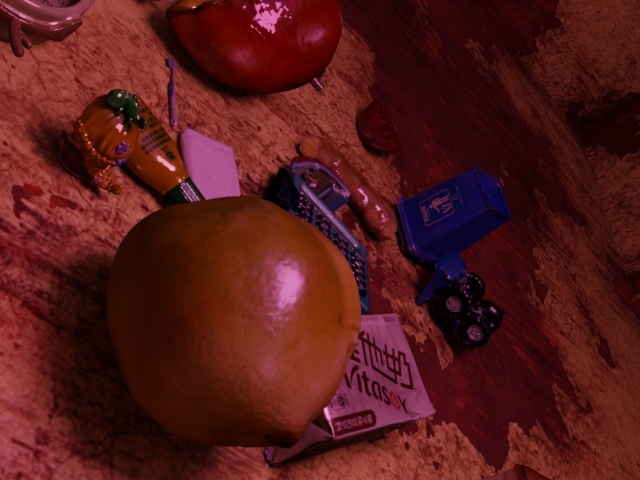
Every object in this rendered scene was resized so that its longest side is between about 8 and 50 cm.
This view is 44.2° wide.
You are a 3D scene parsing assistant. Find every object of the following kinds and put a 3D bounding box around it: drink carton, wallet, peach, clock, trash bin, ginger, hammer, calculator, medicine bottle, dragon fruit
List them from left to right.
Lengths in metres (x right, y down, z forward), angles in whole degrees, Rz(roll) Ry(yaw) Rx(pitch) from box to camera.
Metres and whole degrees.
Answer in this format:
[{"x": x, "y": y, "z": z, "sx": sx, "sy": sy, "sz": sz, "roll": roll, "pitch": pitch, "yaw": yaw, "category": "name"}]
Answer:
[{"x": -0.446, "y": -0.386, "z": 1.137, "sx": 0.235, "sy": 0.096, "sz": 0.308, "roll": 39, "pitch": 36, "yaw": -32, "category": "clock"}, {"x": -0.241, "y": -0.107, "z": 1.219, "sx": 0.260, "sy": 0.064, "sz": 0.095, "roll": 53, "pitch": 39, "yaw": -8, "category": "medicine bottle"}, {"x": -0.180, "y": -0.101, "z": 1.337, "sx": 0.124, "sy": 0.032, "sz": 0.183, "roll": 23, "pitch": 45, "yaw": -48, "category": "wallet"}, {"x": -0.117, "y": 0.095, "z": 0.988, "sx": 0.281, "sy": 0.314, "sz": 0.316, "roll": 41, "pitch": 48, "yaw": -65, "category": "peach"}, {"x": -0.127, "y": -0.416, "z": 1.482, "sx": 0.338, "sy": 0.281, "sz": 0.281, "roll": 8, "pitch": 56, "yaw": -42, "category": "peach"}, {"x": -0.001, "y": -0.387, "z": 1.874, "sx": 0.035, "sy": 0.019, "sz": 0.110, "roll": 49, "pitch": 26, "yaw": -16, "category": "hammer"}, {"x": 0.000, "y": 0.000, "z": 1.425, "sx": 0.248, "sy": 0.058, "sz": 0.274, "roll": 46, "pitch": 18, "yaw": -18, "category": "calculator"}, {"x": 0.032, "y": 0.226, "z": 1.261, "sx": 0.324, "sy": 0.132, "sz": 0.194, "roll": 7, "pitch": 58, "yaw": -55, "category": "drink carton"}, {"x": 0.067, "y": -0.117, "z": 1.678, "sx": 0.299, "sy": 0.065, "sz": 0.118, "roll": 46, "pitch": 17, "yaw": -23, "category": "ginger"}, {"x": 0.145, "y": -0.252, "z": 1.911, "sx": 0.106, "sy": 0.083, "sz": 0.162, "roll": 43, "pitch": 22, "yaw": -48, "category": "dragon fruit"}, {"x": 0.306, "y": -0.050, "z": 1.800, "sx": 0.184, "sy": 0.234, "sz": 0.163, "roll": 21, "pitch": 46, "yaw": -45, "category": "trash bin"}]

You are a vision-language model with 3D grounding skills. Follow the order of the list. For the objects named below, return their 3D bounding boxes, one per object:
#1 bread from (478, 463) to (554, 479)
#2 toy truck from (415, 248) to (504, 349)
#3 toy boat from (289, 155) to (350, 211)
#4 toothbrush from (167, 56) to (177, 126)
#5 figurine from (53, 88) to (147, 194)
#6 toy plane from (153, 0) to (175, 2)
[{"x": 0.447, "y": 0.622, "z": 1.500, "sx": 0.333, "sy": 0.143, "sz": 0.324, "roll": 30, "pitch": 41, "yaw": -40, "category": "bread"}, {"x": 0.298, "y": 0.135, "z": 1.733, "sx": 0.208, "sy": 0.126, "sz": 0.113, "roll": 59, "pitch": 35, "yaw": 0, "category": "toy truck"}, {"x": -0.005, "y": -0.114, "z": 1.566, "sx": 0.173, "sy": 0.069, "sz": 0.059, "roll": 36, "pitch": 29, "yaw": -41, "category": "toy boat"}, {"x": -0.258, "y": -0.260, "z": 1.382, "sx": 0.017, "sy": 0.014, "sz": 0.162, "roll": 42, "pitch": 32, "yaw": -53, "category": "toothbrush"}, {"x": -0.286, "y": -0.134, "z": 1.087, "sx": 0.115, "sy": 0.156, "sz": 0.095, "roll": 52, "pitch": 31, "yaw": -7, "category": "figurine"}, {"x": -0.318, "y": -0.502, "z": 1.440, "sx": 0.174, "sy": 0.080, "sz": 0.174, "roll": 34, "pitch": 29, "yaw": -22, "category": "toy plane"}]
